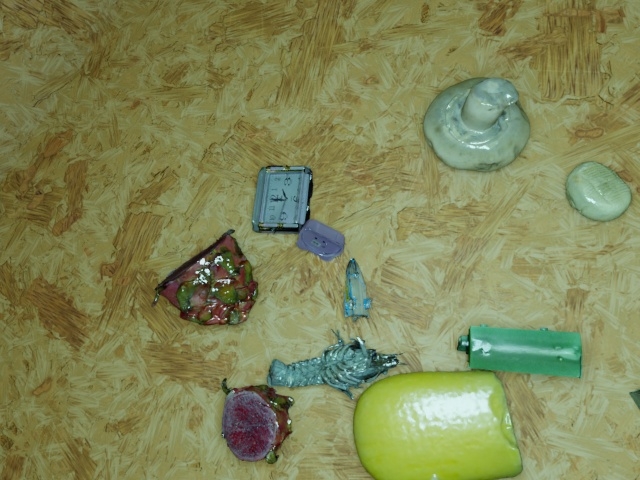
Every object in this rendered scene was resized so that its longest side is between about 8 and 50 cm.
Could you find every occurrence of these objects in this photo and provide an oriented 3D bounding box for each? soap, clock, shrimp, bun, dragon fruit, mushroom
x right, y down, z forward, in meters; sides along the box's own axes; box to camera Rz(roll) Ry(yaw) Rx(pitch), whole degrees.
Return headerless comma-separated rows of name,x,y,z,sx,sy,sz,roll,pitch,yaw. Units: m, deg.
soap,0.302,0.519,1.197,0.428,0.115,0.305,-10,78,13
clock,-0.129,-0.137,1.511,0.187,0.083,0.252,2,75,16
shrimp,0.043,0.371,1.294,0.411,0.166,0.221,-20,51,23
bun,0.792,-0.138,1.255,0.164,0.111,0.188,-27,66,-12
dragon fruit,-0.188,0.532,1.322,0.211,0.147,0.282,-45,65,10
clock,0.000,0.000,1.424,0.153,0.110,0.050,28,47,-9
dragon fruit,-0.337,0.162,1.411,0.314,0.296,0.262,-37,103,0
mushroom,0.469,-0.368,1.282,0.315,0.336,0.313,-1,78,7

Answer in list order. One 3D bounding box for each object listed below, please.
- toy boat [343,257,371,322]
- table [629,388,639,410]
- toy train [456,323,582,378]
toy boat,0.113,0.151,1.381,0.085,0.066,0.210,5,63,-18
table,0.853,0.400,1.099,0.083,0.079,0.062,-26,69,5
toy train,0.522,0.287,1.156,0.301,0.202,0.120,1,80,15
